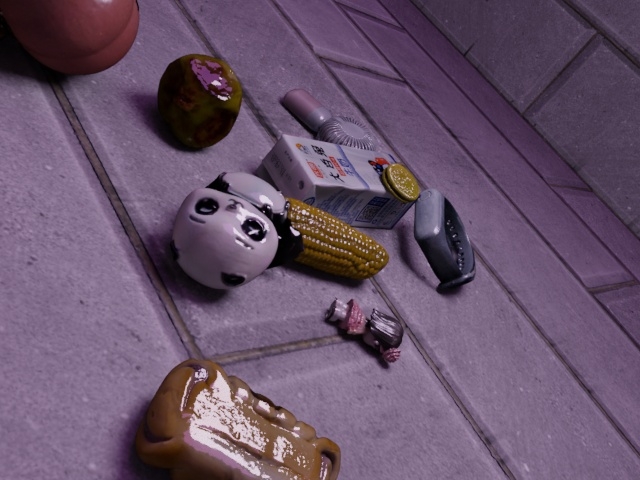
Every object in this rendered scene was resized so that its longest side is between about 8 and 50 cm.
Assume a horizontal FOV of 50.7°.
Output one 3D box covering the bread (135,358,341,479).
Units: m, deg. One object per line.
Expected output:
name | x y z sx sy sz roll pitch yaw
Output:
bread | -0.083 0.226 0.715 0.225 0.081 0.134 37 35 -9

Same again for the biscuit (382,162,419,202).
biscuit | 0.152 -0.108 1.278 0.084 0.023 0.084 30 40 -28

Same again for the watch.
watch | 0.254 0.005 1.361 0.193 0.068 0.206 49 30 -33

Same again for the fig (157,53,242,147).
fig | -0.206 -0.243 1.157 0.154 0.144 0.166 65 -3 -23

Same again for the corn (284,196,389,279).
corn | 0.000 0.000 1.103 0.261 0.097 0.097 22 34 -31

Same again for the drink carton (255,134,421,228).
drink carton | 0.040 -0.107 1.278 0.315 0.106 0.130 3 45 -46

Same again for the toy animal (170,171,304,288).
toy animal | -0.115 -0.009 0.938 0.166 0.138 0.179 25 24 7

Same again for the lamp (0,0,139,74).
lamp | -0.415 -0.391 1.020 0.305 0.239 0.305 63 -7 14

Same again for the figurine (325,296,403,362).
figurine | 0.072 0.133 1.044 0.129 0.054 0.072 31 35 -12

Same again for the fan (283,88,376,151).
fan | 0.016 -0.250 1.489 0.244 0.074 0.130 43 40 16
